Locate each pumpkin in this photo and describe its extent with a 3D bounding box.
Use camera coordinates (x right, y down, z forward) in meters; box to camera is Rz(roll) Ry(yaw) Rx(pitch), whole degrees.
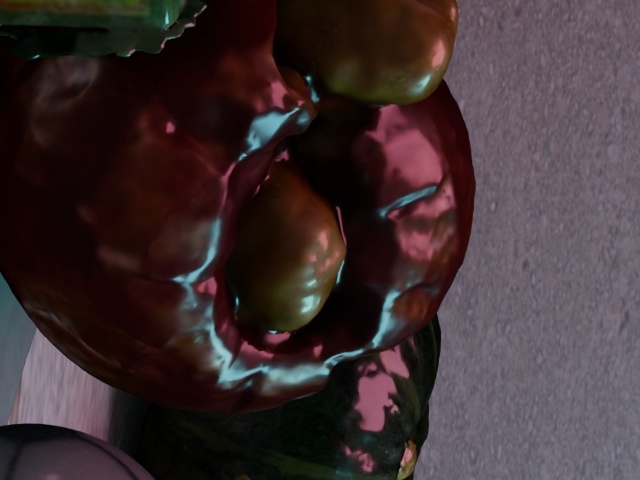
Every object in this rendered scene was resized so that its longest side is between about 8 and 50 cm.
[{"bbox_3d":[-0.025,0.132,1.184,0.300,0.207,0.300,21,90,-75],"label":"pumpkin"}]

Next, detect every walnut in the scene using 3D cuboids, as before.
[{"bbox_3d":[-0.045,-0.061,0.692,0.269,0.221,0.244,42,-63,57],"label":"walnut"}]

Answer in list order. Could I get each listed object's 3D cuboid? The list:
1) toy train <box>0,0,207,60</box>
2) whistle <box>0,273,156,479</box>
[{"bbox_3d":[-0.107,-0.190,0.585,0.272,0.188,0.159,-72,162,-49],"label":"toy train"},{"bbox_3d":[-0.126,0.125,0.710,0.163,0.163,0.290,79,18,-59],"label":"whistle"}]
